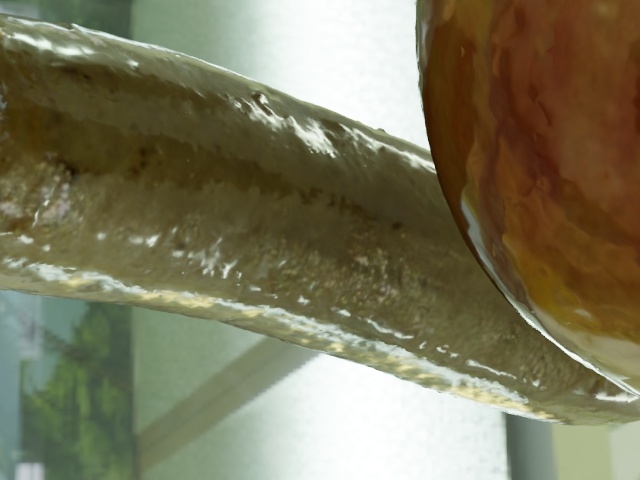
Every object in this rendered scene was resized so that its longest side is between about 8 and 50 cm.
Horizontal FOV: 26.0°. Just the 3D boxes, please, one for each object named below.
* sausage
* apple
[{"bbox_3d":[0.000,-0.002,0.712,0.123,0.501,0.136,-53,-143,26],"label":"sausage"},{"bbox_3d":[0.160,-0.067,0.455,0.286,0.286,0.233,-126,-136,-59],"label":"apple"}]
